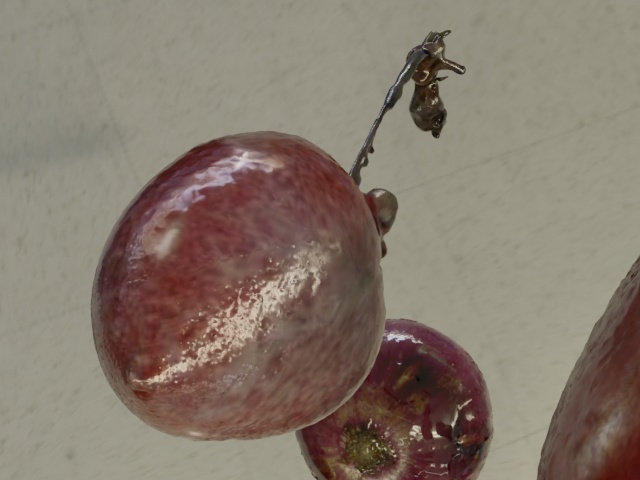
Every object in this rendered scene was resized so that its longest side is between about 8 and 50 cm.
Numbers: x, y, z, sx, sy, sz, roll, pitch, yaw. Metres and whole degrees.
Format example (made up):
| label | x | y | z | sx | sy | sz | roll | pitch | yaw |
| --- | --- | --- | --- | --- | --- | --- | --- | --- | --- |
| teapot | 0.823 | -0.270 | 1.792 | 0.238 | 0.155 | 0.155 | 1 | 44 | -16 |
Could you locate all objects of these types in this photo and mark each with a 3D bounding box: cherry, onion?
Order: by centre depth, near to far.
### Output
| label | x | y | z | sx | sy | sz | roll | pitch | yaw |
| --- | --- | --- | --- | --- | --- | --- | --- | --- | --- |
| cherry | 0.000 | 0.000 | 0.588 | 0.225 | 0.090 | 0.107 | -34 | 108 | -45 |
| onion | 0.064 | 0.154 | 1.393 | 0.177 | 0.177 | 0.153 | 21 | 37 | -9 |

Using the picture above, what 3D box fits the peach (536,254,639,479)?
| label | x | y | z | sx | sy | sz | roll | pitch | yaw |
| --- | --- | --- | --- | --- | --- | --- | --- | --- | --- |
| peach | 0.179 | 0.045 | 0.526 | 0.159 | 0.154 | 0.267 | 42 | 71 | -8 |
